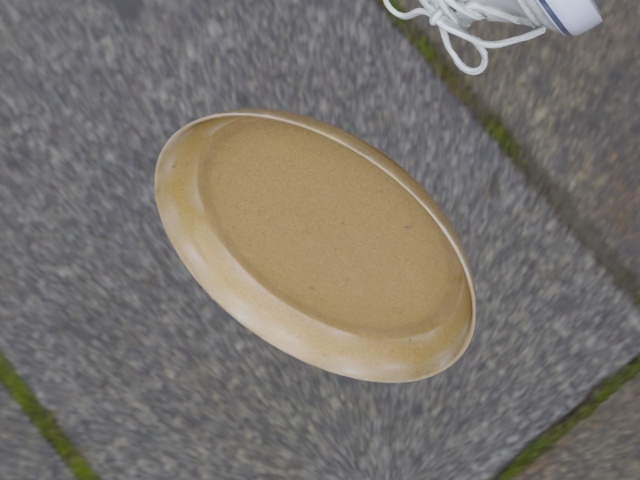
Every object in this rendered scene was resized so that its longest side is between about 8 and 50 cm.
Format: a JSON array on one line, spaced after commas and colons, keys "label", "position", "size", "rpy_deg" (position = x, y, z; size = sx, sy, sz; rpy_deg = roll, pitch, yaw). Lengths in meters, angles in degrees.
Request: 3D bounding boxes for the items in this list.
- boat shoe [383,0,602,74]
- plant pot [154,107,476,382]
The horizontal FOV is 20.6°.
[{"label": "boat shoe", "position": [0.134, -0.231, 1.556], "size": [0.156, 0.367, 0.136], "rpy_deg": [-31, 110, 7]}, {"label": "plant pot", "position": [0.000, 0.000, 1.156], "size": [0.236, 0.236, 0.032], "rpy_deg": [31, 54, 6]}]
